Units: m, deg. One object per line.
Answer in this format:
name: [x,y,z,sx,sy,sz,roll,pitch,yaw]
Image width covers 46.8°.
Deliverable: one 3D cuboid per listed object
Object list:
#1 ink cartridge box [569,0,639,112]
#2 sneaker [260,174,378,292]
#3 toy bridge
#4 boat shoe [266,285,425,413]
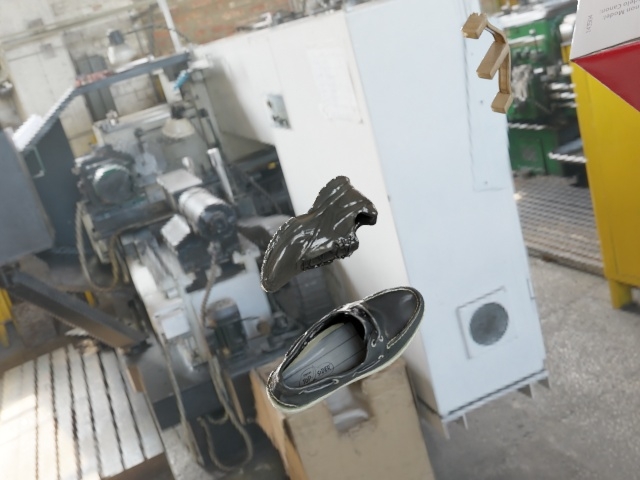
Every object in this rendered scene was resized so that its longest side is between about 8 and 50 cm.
ink cartridge box: [0.399,-0.189,0.746,0.309,0.272,0.130,22,-15,-34]
sneaker: [0.000,0.000,1.414,0.286,0.130,0.109,-47,-17,-19]
toy bridge: [0.250,-0.261,1.068,0.026,0.188,0.063,20,73,35]
boat shoe: [0.052,0.173,1.297,0.340,0.127,0.113,-28,-24,-15]
